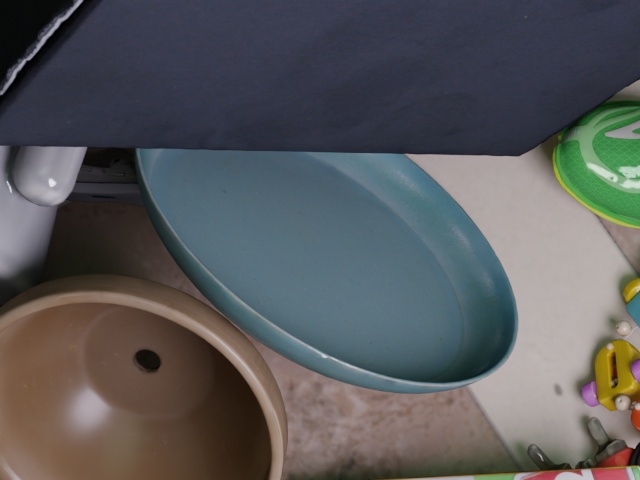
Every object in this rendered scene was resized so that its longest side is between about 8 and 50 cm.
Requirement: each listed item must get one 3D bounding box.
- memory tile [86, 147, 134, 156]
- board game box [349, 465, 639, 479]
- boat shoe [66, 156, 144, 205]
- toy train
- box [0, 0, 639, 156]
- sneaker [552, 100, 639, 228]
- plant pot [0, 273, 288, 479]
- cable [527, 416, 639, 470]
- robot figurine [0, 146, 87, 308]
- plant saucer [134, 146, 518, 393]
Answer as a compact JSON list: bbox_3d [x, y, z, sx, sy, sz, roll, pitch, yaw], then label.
[{"bbox_3d":[-0.121,-0.116,1.370,0.148,0.012,0.113,4,67,2],"label":"memory tile"},{"bbox_3d":[0.104,0.230,1.230,0.259,0.039,0.124,-5,81,13],"label":"board game box"},{"bbox_3d":[-0.157,-0.048,1.343,0.100,0.035,0.035,2,75,4],"label":"boat shoe"},{"bbox_3d":[0.266,0.089,1.291,0.046,0.125,0.166,38,65,-31],"label":"toy train"},{"bbox_3d":[-0.010,-0.328,1.183,0.480,0.297,0.472,0,68,-33],"label":"box"},{"bbox_3d":[0.329,-0.058,1.326,0.295,0.123,0.109,11,72,1],"label":"sneaker"},{"bbox_3d":[-0.134,0.112,1.226,0.237,0.237,0.110,15,32,2],"label":"plant pot"},{"bbox_3d":[0.256,0.262,1.270,0.139,0.072,0.287,-28,88,-29],"label":"cable"},{"bbox_3d":[-0.281,-0.082,1.258,0.300,0.200,0.353,-1,68,29],"label":"robot figurine"},{"bbox_3d":[0.000,0.000,1.243,0.317,0.044,0.317,25,30,-16],"label":"plant saucer"}]
